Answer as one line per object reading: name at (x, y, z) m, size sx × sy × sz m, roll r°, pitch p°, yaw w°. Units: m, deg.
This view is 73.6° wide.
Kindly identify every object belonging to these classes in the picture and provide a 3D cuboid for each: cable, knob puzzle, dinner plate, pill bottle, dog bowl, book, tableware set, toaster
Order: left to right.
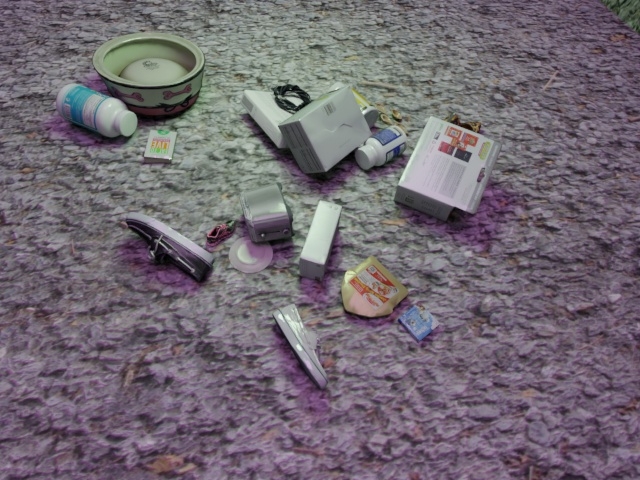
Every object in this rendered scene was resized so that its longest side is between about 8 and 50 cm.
pill bottle at (-0.820, -0.473, 1.587) m, size 0.264 × 0.146 × 0.146 m, roll 22°, pitch 59°, yaw 9°
dog bowl at (-0.658, -0.654, 1.690) m, size 0.409 × 0.150 × 0.407 m, roll 4°, pitch 51°, yaw -5°
book at (-0.593, -0.350, 1.596) m, size 0.097 × 0.035 × 0.144 m, roll 1°, pitch 56°, yaw -8°
dinner plate at (-0.225, 0.040, 1.382) m, size 0.141 × 0.017 × 0.141 m, roll 2°, pitch 59°, yaw -3°
toaster at (-0.179, -0.096, 1.403) m, size 0.147 × 0.129 × 0.226 m, roll -14°, pitch 52°, yaw -10°
cable at (-0.101, -0.573, 1.723) m, size 0.185 × 0.047 × 0.150 m, roll -13°, pitch 56°, yaw -42°
pill bottle at (0.123, -0.536, 1.716) m, size 0.119 × 0.119 × 0.208 m, roll -31°, pitch 65°, yaw -22°
knob puzzle at (0.148, 0.161, 1.324) m, size 0.214 × 0.030 × 0.213 m, roll 2°, pitch 58°, yaw -4°
pill bottle at (0.225, -0.344, 1.605) m, size 0.187 × 0.112 × 0.112 m, roll -33°, pitch 65°, yaw -23°
tableware set at (0.287, -0.497, 1.731) m, size 0.141 × 0.020 × 0.168 m, roll 12°, pitch 48°, yaw -30°

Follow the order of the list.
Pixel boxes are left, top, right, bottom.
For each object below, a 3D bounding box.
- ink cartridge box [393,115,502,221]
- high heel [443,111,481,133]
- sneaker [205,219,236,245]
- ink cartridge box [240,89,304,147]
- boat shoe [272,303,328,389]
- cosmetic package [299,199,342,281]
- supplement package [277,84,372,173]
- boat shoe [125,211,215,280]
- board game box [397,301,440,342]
ink cartridge box at (0.446, -0.240, 1.508) m, size 0.272 × 0.130 × 0.309 m, roll 25°, pitch 73°, yaw 11°
high heel at (0.560, -0.450, 1.654) m, size 0.261 × 0.186 × 0.093 m, roll -31°, pitch 64°, yaw -22°
sneaker at (-0.324, -0.033, 1.396) m, size 0.047 × 0.057 × 0.119 m, roll 36°, pitch 60°, yaw 19°
ink cartridge box at (-0.131, -0.482, 1.695) m, size 0.261 × 0.066 × 0.296 m, roll -14°, pitch 56°, yaw -43°
boat shoe at (-0.040, 0.285, 1.192) m, size 0.084 × 0.095 × 0.258 m, roll -28°, pitch 65°, yaw -16°
cosmetic package at (0.000, 0.000, 1.366) m, size 0.086 × 0.117 × 0.230 m, roll 15°, pitch 56°, yaw 6°
supplement package at (0.019, -0.398, 1.547) m, size 0.262 × 0.203 × 0.145 m, roll -42°, pitch 27°, yaw -26°
boat shoe at (-0.482, 0.024, 1.319) m, size 0.307 × 0.113 × 0.104 m, roll 32°, pitch 66°, yaw -3°
board game box at (0.296, 0.245, 1.288) m, size 0.090 × 0.020 × 0.090 m, roll -33°, pitch 67°, yaw -23°
